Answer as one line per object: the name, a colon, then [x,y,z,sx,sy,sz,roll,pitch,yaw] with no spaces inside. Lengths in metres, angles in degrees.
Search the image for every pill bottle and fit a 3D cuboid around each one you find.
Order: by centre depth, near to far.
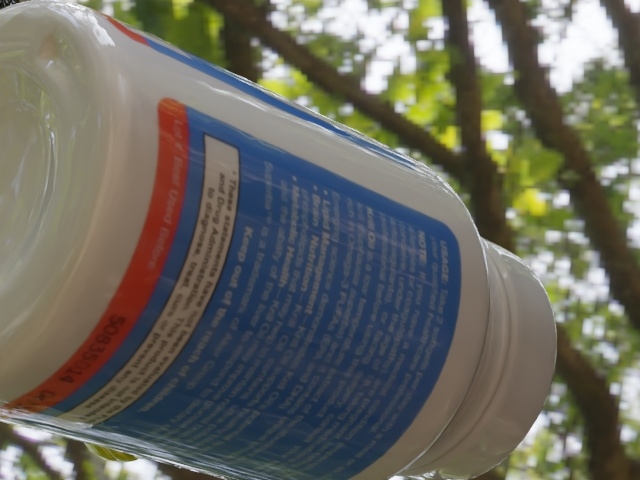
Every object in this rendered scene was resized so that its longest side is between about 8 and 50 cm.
pill bottle: [-0.024,0.016,0.601,0.221,0.124,0.124,22,-101,-43]

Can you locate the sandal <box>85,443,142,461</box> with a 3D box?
sandal: [-0.098,0.071,1.478,0.126,0.317,0.138,55,-140,4]

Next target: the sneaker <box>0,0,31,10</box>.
sneaker: [-0.199,-0.188,1.360,0.075,0.161,0.057,-17,-117,-25]
